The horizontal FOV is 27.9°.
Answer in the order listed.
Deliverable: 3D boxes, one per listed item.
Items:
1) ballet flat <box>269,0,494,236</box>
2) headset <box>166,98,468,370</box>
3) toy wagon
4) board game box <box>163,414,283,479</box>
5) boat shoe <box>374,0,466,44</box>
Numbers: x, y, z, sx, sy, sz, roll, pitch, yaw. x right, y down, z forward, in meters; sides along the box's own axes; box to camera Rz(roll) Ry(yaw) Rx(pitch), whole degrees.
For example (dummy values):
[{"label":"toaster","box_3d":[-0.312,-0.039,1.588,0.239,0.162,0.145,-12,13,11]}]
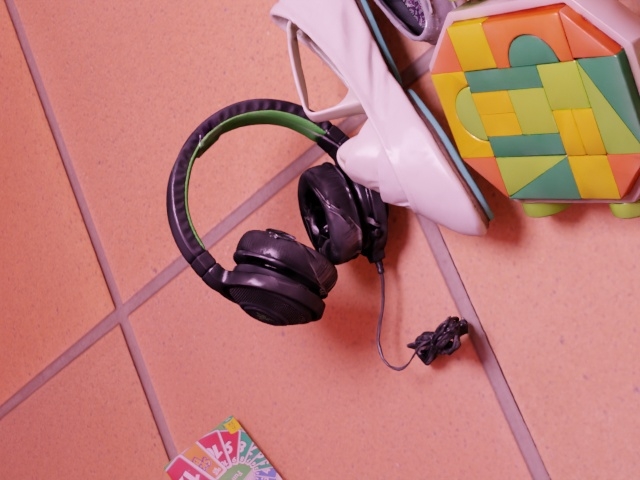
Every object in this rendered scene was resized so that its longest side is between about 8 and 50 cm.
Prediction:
[{"label":"ballet flat","box_3d":[0.057,-0.146,1.486,0.139,0.139,0.400,-49,58,40]},{"label":"headset","box_3d":[0.000,0.000,1.517,0.394,0.243,0.185,45,161,-2]},{"label":"toy wagon","box_3d":[0.252,-0.145,1.249,0.344,0.068,0.267,3,122,52]},{"label":"board game box","box_3d":[-0.097,0.370,1.765,0.259,0.124,0.039,48,169,29]},{"label":"boat shoe","box_3d":[0.082,-0.312,1.479,0.227,0.081,0.079,55,132,25]}]
